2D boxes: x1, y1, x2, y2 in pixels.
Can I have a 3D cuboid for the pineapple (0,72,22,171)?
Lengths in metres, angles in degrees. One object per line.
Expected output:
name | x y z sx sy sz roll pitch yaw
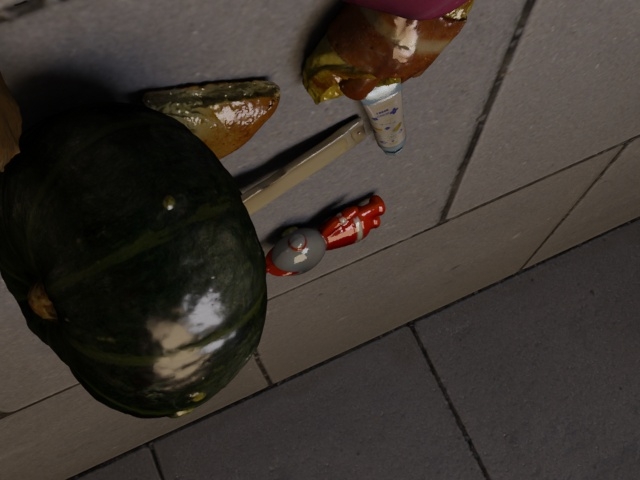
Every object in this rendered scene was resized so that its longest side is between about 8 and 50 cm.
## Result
pineapple | -0.348 -0.068 0.470 0.248 0.128 0.128 -21 161 -2

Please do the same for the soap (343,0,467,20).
soap | 0.054 -0.275 0.433 0.220 0.127 0.325 -32 159 11

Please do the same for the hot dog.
hot dog | 0.079 -0.211 0.672 0.123 0.093 0.261 -10 155 -40

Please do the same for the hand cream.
hand cream | 0.088 -0.162 0.887 0.065 0.043 0.170 -26 159 2

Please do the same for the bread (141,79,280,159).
bread | -0.129 -0.114 0.730 0.154 0.054 0.136 -10 158 -33

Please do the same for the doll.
doll | 0.000 0.000 1.154 0.245 0.076 0.142 -26 160 -13

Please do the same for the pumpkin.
pumpkin | -0.175 0.019 0.639 0.207 0.300 0.300 -26 165 -40

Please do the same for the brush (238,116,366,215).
brush | -0.081 -0.075 0.909 0.321 0.050 0.060 -33 158 -2
